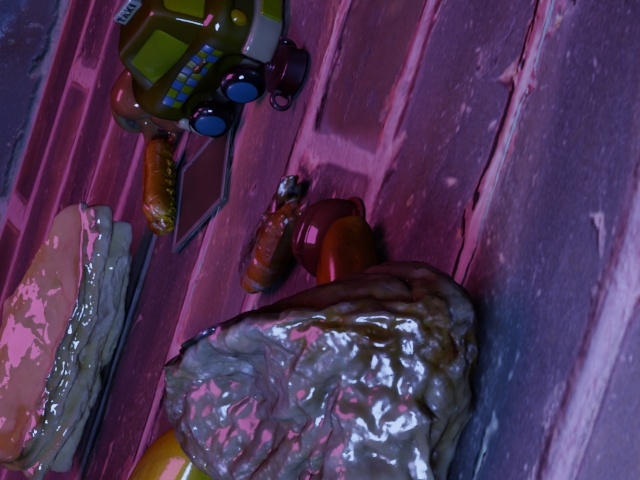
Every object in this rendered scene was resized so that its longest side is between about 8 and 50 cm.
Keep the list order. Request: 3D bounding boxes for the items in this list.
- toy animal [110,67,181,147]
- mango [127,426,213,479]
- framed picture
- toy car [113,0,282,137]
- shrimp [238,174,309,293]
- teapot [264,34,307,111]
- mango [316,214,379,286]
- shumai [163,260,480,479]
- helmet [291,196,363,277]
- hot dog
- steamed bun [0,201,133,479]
[{"bbox_3d":[-0.243,-0.267,2.245,0.312,0.158,0.097,-69,21,8],"label":"toy animal"},{"bbox_3d":[-0.169,0.330,1.640,0.195,0.142,0.331,-67,-1,-71],"label":"mango"},{"bbox_3d":[-0.162,-0.078,2.110,0.183,0.011,0.142,-42,38,53],"label":"framed picture"},{"bbox_3d":[-0.183,-0.272,2.032,0.248,0.198,0.204,-43,37,43],"label":"toy car"},{"bbox_3d":[-0.057,-0.018,1.756,0.187,0.052,0.132,128,150,-48],"label":"shrimp"},{"bbox_3d":[-0.048,-0.207,1.876,0.068,0.045,0.100,147,136,-61],"label":"teapot"},{"bbox_3d":[0.027,0.025,1.512,0.080,0.060,0.114,111,162,-59],"label":"mango"},{"bbox_3d":[0.027,0.180,1.300,0.346,0.217,0.283,-31,76,39],"label":"shumai"},{"bbox_3d":[0.000,0.000,1.598,0.089,0.057,0.111,-11,65,64],"label":"helmet"},{"bbox_3d":[-0.234,-0.077,2.214,0.071,0.045,0.165,86,179,-47],"label":"hot dog"},{"bbox_3d":[-0.400,0.149,2.350,0.247,0.189,0.427,13,88,39],"label":"steamed bun"}]
